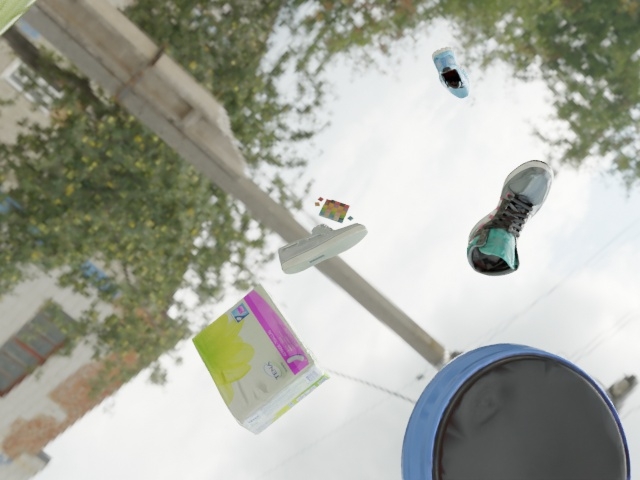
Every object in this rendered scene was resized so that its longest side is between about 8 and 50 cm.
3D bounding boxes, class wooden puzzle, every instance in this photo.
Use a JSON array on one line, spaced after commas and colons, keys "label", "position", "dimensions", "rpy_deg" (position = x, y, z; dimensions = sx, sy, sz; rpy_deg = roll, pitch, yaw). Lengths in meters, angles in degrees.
[{"label": "wooden puzzle", "position": [0.026, -0.058, 1.722], "dimensions": [0.006, 0.083, 0.049], "rpy_deg": [101, 11, -47]}]

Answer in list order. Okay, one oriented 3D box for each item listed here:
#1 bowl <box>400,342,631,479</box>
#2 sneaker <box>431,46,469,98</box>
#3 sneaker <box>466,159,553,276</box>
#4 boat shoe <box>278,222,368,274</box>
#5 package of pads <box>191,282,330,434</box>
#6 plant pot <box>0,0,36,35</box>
[{"label": "bowl", "position": [0.321, 0.356, 1.416], "dimensions": [0.391, 0.391, 0.077], "rpy_deg": [-55, -171, -20]}, {"label": "sneaker", "position": [0.293, -0.358, 1.998], "dimensions": [0.063, 0.162, 0.073], "rpy_deg": [-21, -122, 20]}, {"label": "sneaker", "position": [0.413, -0.028, 1.980], "dimensions": [0.178, 0.123, 0.295], "rpy_deg": [-72, -171, -52]}, {"label": "boat shoe", "position": [0.000, 0.001, 2.134], "dimensions": [0.227, 0.081, 0.079], "rpy_deg": [-26, 158, 8]}, {"label": "package of pads", "position": [-0.149, 0.275, 2.078], "dimensions": [0.229, 0.101, 0.296], "rpy_deg": [-39, -130, 0]}, {"label": "plant pot", "position": [-0.694, -0.477, 1.613], "dimensions": [0.366, 0.366, 0.353], "rpy_deg": [-12, -131, 60]}]
